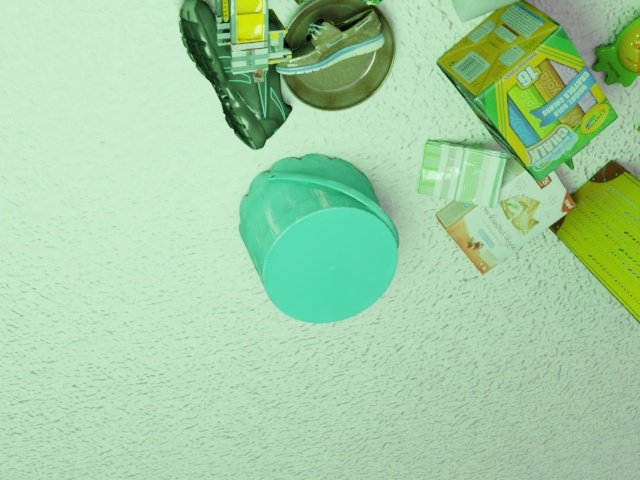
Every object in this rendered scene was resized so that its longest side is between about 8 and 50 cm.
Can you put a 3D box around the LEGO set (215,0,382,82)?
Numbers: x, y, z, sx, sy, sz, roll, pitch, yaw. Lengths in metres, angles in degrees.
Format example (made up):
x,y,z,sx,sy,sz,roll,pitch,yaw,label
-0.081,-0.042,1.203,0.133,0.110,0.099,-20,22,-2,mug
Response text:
x,y,z,sx,sy,sz,roll,pitch,yaw,label
-0.056,-0.354,1.075,0.255,0.331,0.192,-16,134,-22,LEGO set

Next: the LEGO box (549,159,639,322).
x,y,z,sx,sy,sz,roll,pitch,yaw,label
0.707,0.117,1.490,0.193,0.500,0.372,-44,123,13,LEGO box

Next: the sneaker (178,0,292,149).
x,y,z,sx,sy,sz,roll,pitch,yaw,label
-0.133,-0.275,1.244,0.106,0.101,0.267,-38,130,-13,sneaker

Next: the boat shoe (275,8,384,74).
x,y,z,sx,sy,sz,roll,pitch,yaw,label
0.009,-0.315,1.225,0.183,0.066,0.066,-23,122,-14,boat shoe

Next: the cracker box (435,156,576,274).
x,y,z,sx,sy,sz,roll,pitch,yaw,label
0.365,-0.059,1.536,0.232,0.067,0.156,-39,124,9,cracker box

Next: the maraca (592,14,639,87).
x,y,z,sx,sy,sz,roll,pitch,yaw,label
0.584,-0.345,1.401,0.127,0.099,0.186,39,131,-24,maraca

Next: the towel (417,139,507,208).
x,y,z,sx,sy,sz,roll,pitch,yaw,label
0.262,-0.121,1.448,0.152,0.023,0.113,11,118,10,towel

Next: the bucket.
x,y,z,sx,sy,sz,roll,pitch,yaw,label
0.000,0.000,1.393,0.281,0.183,0.281,-8,124,-12,bucket

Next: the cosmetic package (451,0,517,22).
x,y,z,sx,sy,sz,roll,pitch,yaw,label
0.305,-0.453,1.147,0.224,0.224,0.138,-22,89,-1,cosmetic package

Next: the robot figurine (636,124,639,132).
x,y,z,sx,sy,sz,roll,pitch,yaw,label
0.757,-0.292,1.491,0.211,0.085,0.291,22,114,-29,robot figurine

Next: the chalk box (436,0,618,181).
x,y,z,sx,sy,sz,roll,pitch,yaw,label
0.372,-0.241,1.353,0.179,0.180,0.289,-41,125,12,chalk box

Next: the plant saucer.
x,y,z,sx,sy,sz,roll,pitch,yaw,label
0.025,-0.311,1.288,0.199,0.036,0.198,-8,123,-12,plant saucer
